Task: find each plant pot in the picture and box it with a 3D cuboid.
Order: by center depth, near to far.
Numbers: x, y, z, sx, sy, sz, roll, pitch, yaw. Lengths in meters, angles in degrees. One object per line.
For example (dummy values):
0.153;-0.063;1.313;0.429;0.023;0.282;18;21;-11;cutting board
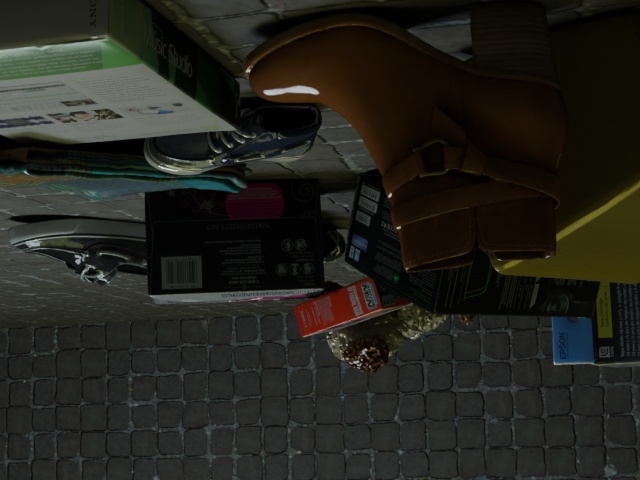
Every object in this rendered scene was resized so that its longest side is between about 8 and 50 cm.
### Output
0.275;-0.095;1.164;0.212;0.212;0.187;5;156;-38;plant pot

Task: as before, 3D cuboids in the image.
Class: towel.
-0.296;-0.075;1.470;0.271;0.040;0.370;-1;179;34;towel

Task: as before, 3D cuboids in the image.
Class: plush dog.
0.107;0.106;1.991;0.225;0.210;0.262;-37;-154;1;plush dog

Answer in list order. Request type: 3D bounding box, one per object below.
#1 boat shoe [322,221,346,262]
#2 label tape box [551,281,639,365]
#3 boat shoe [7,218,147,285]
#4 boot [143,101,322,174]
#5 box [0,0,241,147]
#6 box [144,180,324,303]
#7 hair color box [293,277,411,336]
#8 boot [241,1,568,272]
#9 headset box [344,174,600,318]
0.000;0.000;2.125;0.070;0.077;0.219;-2;179;10;boat shoe
0.596;0.106;2.335;0.348;0.249;0.115;-3;171;6;label tape box
-0.367;0.023;2.086;0.301;0.102;0.108;4;169;-37;boat shoe
-0.095;-0.119;1.360;0.190;0.069;0.086;-8;166;-12;boot
-0.230;-0.149;1.135;0.232;0.058;0.322;-4;172;14;box
-0.123;0.008;1.822;0.247;0.163;0.142;-2;173;-3;box
0.053;0.091;1.832;0.093;0.053;0.167;-8;168;-46;hair color box
0.070;-0.080;1.090;0.283;0.220;0.109;-3;172;9;boot
0.219;0.006;1.729;0.283;0.131;0.246;3;-165;-30;headset box
